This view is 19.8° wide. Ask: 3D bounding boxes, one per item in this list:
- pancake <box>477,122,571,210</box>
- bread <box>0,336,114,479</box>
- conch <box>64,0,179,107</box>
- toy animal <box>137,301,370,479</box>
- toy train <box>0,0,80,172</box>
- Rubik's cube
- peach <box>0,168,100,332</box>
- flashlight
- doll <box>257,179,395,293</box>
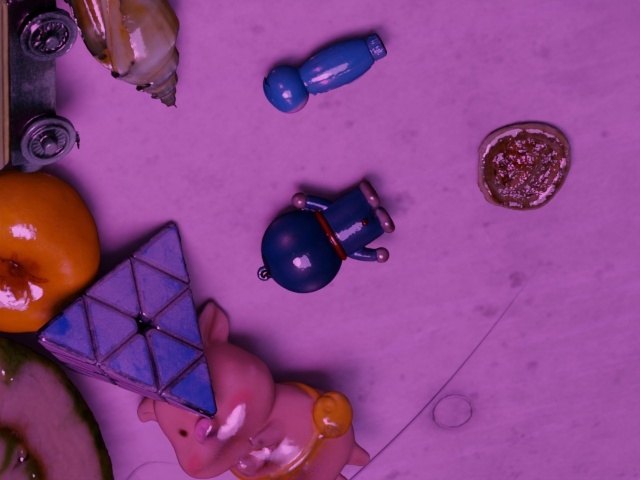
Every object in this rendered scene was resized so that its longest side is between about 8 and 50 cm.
[{"bbox_3d":[0.214,-0.076,1.930,0.108,0.017,0.108,-1,117,-1],"label":"pancake"},{"bbox_3d":[-0.392,0.272,1.885,0.382,0.129,0.366,32,72,-34],"label":"bread"},{"bbox_3d":[-0.190,-0.213,1.780,0.095,0.079,0.201,-28,102,24],"label":"conch"},{"bbox_3d":[-0.062,0.201,1.985,0.248,0.149,0.165,32,98,-14],"label":"toy animal"},{"bbox_3d":[-0.315,-0.158,1.740,0.157,0.105,0.253,-13,141,-21],"label":"toy train"},{"bbox_3d":[-0.205,0.112,1.859,0.178,0.190,0.211,0,127,-55],"label":"Rubik's cube"},{"bbox_3d":[-0.308,0.013,1.875,0.179,0.103,0.179,-1,118,-2],"label":"peach"},{"bbox_3d":[0.004,-0.170,1.838,0.129,0.051,0.051,-26,118,6],"label":"flashlight"},{"bbox_3d":[0.000,0.000,1.916,0.152,0.085,0.114,-32,103,0],"label":"doll"}]
